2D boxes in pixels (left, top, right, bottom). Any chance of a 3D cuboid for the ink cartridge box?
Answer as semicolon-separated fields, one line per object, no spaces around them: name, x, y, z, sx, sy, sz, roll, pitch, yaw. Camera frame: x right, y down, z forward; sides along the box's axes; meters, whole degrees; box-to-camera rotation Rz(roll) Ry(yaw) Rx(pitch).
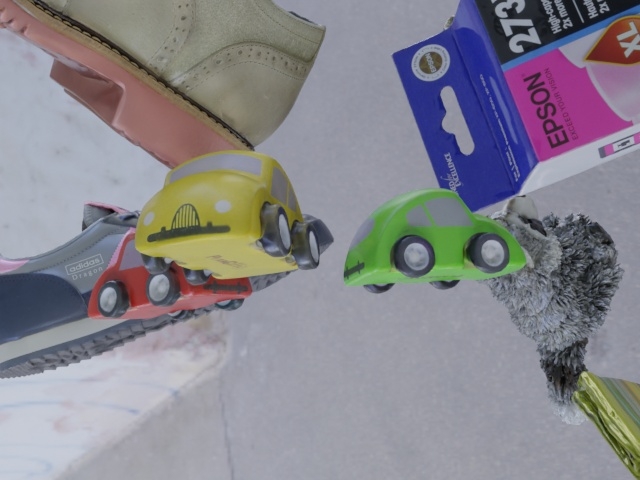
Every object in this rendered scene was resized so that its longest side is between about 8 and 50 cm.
ink cartridge box;0.244;-0.166;0.759;0.371;0.069;0.175;-23;70;16

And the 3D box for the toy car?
toy car;0.000;0.000;0.494;0.239;0.225;0.053;147;119;-68

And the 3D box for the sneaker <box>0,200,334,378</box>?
sneaker;-0.145;0.010;0.827;0.131;0.319;0.112;67;158;11

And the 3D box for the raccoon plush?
raccoon plush;0.382;0.134;1.614;0.216;0.299;0.446;-17;88;43

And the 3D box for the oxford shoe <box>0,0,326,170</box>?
oxford shoe;-0.140;-0.173;0.481;0.140;0.397;0.146;36;88;39

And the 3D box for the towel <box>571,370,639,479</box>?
towel;0.267;0.131;0.534;0.102;0.237;0.021;-104;31;-68

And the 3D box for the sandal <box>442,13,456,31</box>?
sandal;0.184;-0.194;0.944;0.254;0.097;0.054;-96;20;-64
